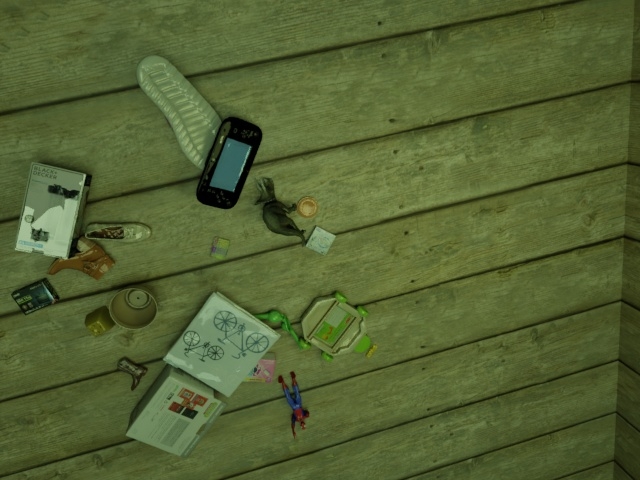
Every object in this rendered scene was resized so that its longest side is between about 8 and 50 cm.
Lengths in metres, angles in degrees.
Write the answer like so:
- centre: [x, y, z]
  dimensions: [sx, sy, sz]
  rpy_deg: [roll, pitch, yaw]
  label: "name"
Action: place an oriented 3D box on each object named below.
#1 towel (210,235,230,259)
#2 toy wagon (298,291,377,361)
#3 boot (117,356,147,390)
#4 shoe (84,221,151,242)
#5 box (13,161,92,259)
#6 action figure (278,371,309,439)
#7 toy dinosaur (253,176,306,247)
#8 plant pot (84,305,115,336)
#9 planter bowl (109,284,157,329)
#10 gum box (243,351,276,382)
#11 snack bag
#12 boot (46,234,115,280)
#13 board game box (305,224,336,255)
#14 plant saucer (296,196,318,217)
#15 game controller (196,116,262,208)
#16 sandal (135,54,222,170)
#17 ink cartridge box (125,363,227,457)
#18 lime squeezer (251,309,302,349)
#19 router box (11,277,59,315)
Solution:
- centre: [-0.377, 0.029, 1.740]
  dimensions: [0.060, 0.009, 0.083]
  rpy_deg: [13, 106, -16]
  label: "towel"
- centre: [0.084, 0.375, 1.918]
  dimensions: [0.344, 0.068, 0.267]
  rpy_deg: [34, 98, -20]
  label: "toy wagon"
- centre: [-0.754, 0.521, 1.811]
  dimensions: [0.114, 0.037, 0.107]
  rpy_deg: [34, 86, -23]
  label: "boot"
- centre: [-0.710, -0.024, 1.627]
  dimensions: [0.218, 0.058, 0.077]
  rpy_deg: [1, 108, -12]
  label: "shoe"
- centre: [-0.875, -0.098, 1.519]
  dimensions: [0.169, 0.087, 0.290]
  rpy_deg: [14, 91, -14]
  label: "box"
- centre: [-0.102, 0.714, 1.960]
  dimensions: [0.091, 0.139, 0.281]
  rpy_deg: [-17, 113, -4]
  label: "action figure"
- centre: [-0.150, -0.074, 1.651]
  dimensions: [0.160, 0.314, 0.121]
  rpy_deg: [11, 135, -38]
  label: "toy dinosaur"
- centre: [-0.814, 0.305, 1.702]
  dimensions: [0.081, 0.083, 0.082]
  rpy_deg: [-29, 110, -1]
  label: "plant pot"
- centre: [-0.672, 0.228, 1.692]
  dimensions: [0.161, 0.109, 0.162]
  rpy_deg: [-3, 109, -10]
  label: "planter bowl"
- centre: [-0.284, 0.514, 1.891]
  dimensions: [0.188, 0.062, 0.107]
  rpy_deg: [7, 106, -13]
  label: "gum box"
- centre: [-0.378, 0.413, 1.793]
  dimensions: [0.323, 0.037, 0.343]
  rpy_deg: [37, 95, -16]
  label: "snack bag"
- centre: [-0.845, 0.092, 1.634]
  dimensions: [0.197, 0.073, 0.152]
  rpy_deg: [-39, 115, 6]
  label: "boot"
- centre: [0.000, 0.000, 1.801]
  dimensions: [0.090, 0.020, 0.090]
  rpy_deg: [26, 102, -18]
  label: "board game box"
- centre: [-0.048, -0.124, 1.754]
  dimensions: [0.083, 0.013, 0.084]
  rpy_deg: [-4, 109, -10]
  label: "plant saucer"
- centre: [-0.317, -0.263, 1.602]
  dimensions: [0.166, 0.067, 0.319]
  rpy_deg: [8, 110, -52]
  label: "game controller"
- centre: [-0.445, -0.419, 1.529]
  dimensions: [0.169, 0.102, 0.416]
  rpy_deg: [-40, 129, -16]
  label: "sandal"
- centre: [-0.566, 0.675, 1.851]
  dimensions: [0.271, 0.130, 0.309]
  rpy_deg: [35, 99, -21]
  label: "ink cartridge box"
- centre: [-0.170, 0.345, 1.862]
  dimensions: [0.310, 0.059, 0.110]
  rpy_deg: [32, 99, -20]
  label: "lime squeezer"
- centre: [-1.015, 0.200, 1.650]
  dimensions: [0.122, 0.038, 0.092]
  rpy_deg: [-24, 110, -3]
  label: "router box"
